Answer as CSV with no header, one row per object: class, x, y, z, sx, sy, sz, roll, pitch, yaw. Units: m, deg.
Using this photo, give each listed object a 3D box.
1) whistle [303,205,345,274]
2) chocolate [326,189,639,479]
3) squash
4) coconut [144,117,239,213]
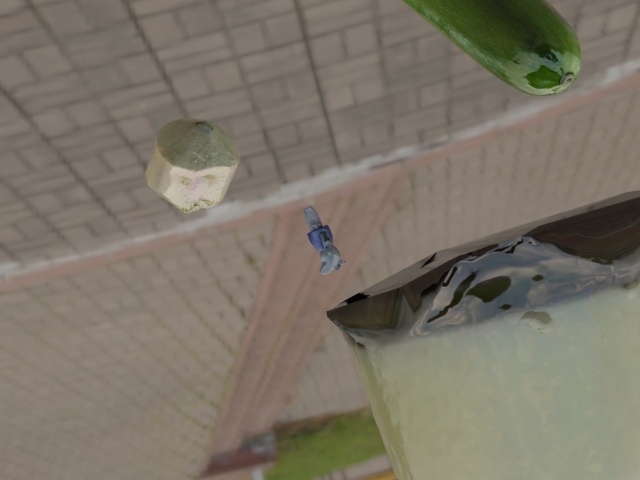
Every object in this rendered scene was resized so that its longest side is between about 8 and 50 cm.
whistle,0.000,0.000,1.629,0.033,0.083,0.029,-24,180,-21
chocolate,0.207,0.134,1.265,0.314,0.297,0.326,-18,172,-41
squash,0.137,-0.269,1.444,0.101,0.379,0.101,-28,143,-24
coconut,-0.169,-0.107,1.850,0.116,0.116,0.122,-6,141,-26
